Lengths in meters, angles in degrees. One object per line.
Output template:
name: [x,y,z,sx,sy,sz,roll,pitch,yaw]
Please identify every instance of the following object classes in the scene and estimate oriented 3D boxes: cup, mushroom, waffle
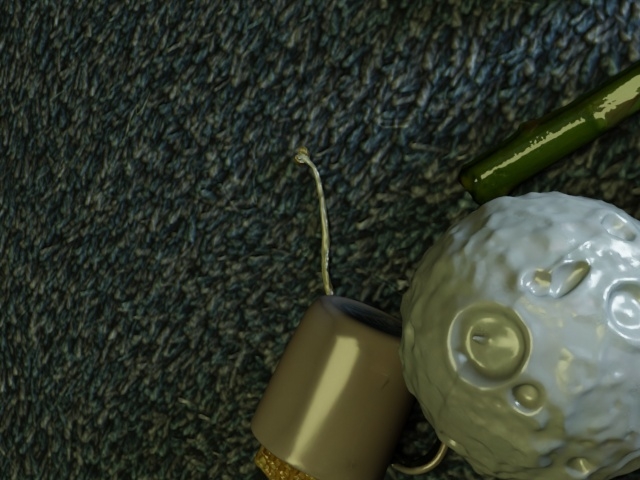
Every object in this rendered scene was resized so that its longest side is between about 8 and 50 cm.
cup: [0.062,0.204,1.250,0.253,0.191,0.200,24,98,0]
mushroom: [0.004,-0.001,1.377,0.028,0.026,0.286,-23,77,45]
waffle: [-0.025,0.330,1.349,0.148,0.042,0.102,42,127,27]

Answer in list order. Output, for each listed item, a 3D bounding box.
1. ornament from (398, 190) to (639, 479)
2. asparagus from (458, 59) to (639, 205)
ornament: [0.248,0.108,1.052,0.337,0.337,0.336,-2,87,31]
asparagus: [0.300,-0.133,1.181,0.278,0.060,0.067,-30,53,27]
